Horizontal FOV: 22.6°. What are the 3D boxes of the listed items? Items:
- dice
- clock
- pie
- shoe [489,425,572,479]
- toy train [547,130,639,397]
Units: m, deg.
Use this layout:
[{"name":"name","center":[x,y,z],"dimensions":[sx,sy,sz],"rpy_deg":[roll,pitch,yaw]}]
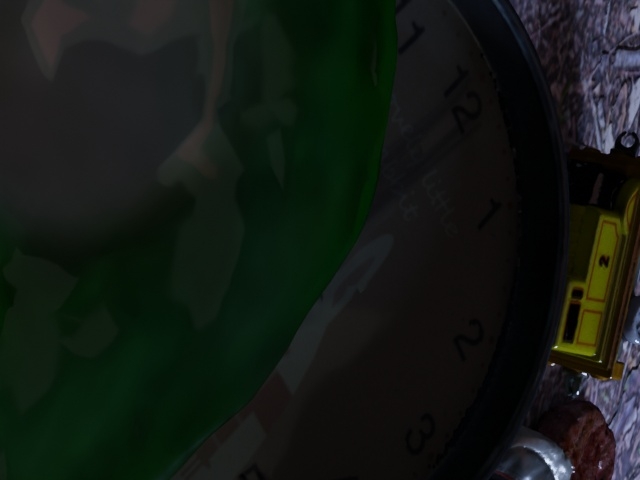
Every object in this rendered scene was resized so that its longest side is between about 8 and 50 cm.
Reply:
[{"name":"dice","center":[-0.174,-0.073,0.507],"dimensions":[0.297,0.300,0.287],"rpy_deg":[-49,134,-33]},{"name":"clock","center":[0.000,0.000,0.898],"dimensions":[0.386,0.076,0.386],"rpy_deg":[-5,98,-43]},{"name":"pie","center":[0.210,0.206,1.385],"dimensions":[0.153,0.038,0.154],"rpy_deg":[-30,127,-50]},{"name":"shoe","center":[0.127,0.232,1.214],"dimensions":[0.125,0.099,0.227],"rpy_deg":[-54,144,-34]},{"name":"toy train","center":[0.210,0.017,1.276],"dimensions":[0.127,0.089,0.219],"rpy_deg":[10,93,-46]}]
